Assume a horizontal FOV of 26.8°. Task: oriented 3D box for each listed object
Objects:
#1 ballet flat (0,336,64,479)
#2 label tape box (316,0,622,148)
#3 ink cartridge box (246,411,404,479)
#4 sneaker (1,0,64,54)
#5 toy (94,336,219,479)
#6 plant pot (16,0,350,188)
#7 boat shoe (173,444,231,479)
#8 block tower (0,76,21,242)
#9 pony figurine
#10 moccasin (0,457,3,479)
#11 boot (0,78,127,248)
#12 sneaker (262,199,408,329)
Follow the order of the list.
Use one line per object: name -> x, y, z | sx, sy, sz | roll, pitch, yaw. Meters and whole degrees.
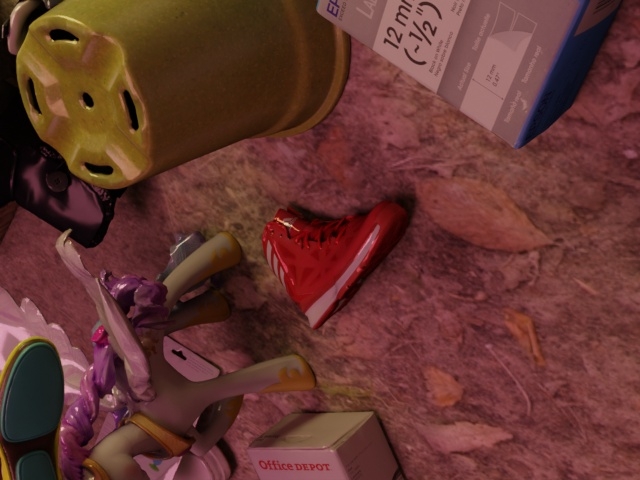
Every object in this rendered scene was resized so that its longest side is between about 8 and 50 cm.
ballet flat -> -0.312, 0.205, 1.412 | 0.077, 0.077, 0.231 | 21, 115, 53
label tape box -> 0.099, -0.280, 1.166 | 0.347, 0.115, 0.249 | 35, 135, 17
ink cartridge box -> 0.027, 0.323, 1.651 | 0.160, 0.092, 0.219 | -8, 111, 44
sneaker -> -0.328, -0.273, 1.526 | 0.235, 0.153, 0.094 | 28, 132, 26
toy -> -0.222, 0.249, 1.822 | 0.137, 0.056, 0.237 | 29, 98, 27
plant pot -> -0.154, -0.182, 1.355 | 0.276, 0.254, 0.276 | 23, 131, 29
boat shoe -> -0.235, 0.341, 1.898 | 0.277, 0.096, 0.098 | -22, 98, 47
block tower -> -0.458, -0.083, 1.820 | 0.097, 0.091, 0.335 | 48, 137, 5
pony figurine -> -0.216, 0.138, 1.543 | 0.303, 0.363, 0.351 | -20, 103, 48
moccasin -> -0.532, 0.258, 2.097 | 0.147, 0.139, 0.380 | -11, 100, 55
boot -> -0.360, -0.044, 1.631 | 0.207, 0.246, 0.094 | 33, 177, -10
sneaker -> 0.000, 0.000, 1.466 | 0.128, 0.087, 0.221 | 45, 137, 8
